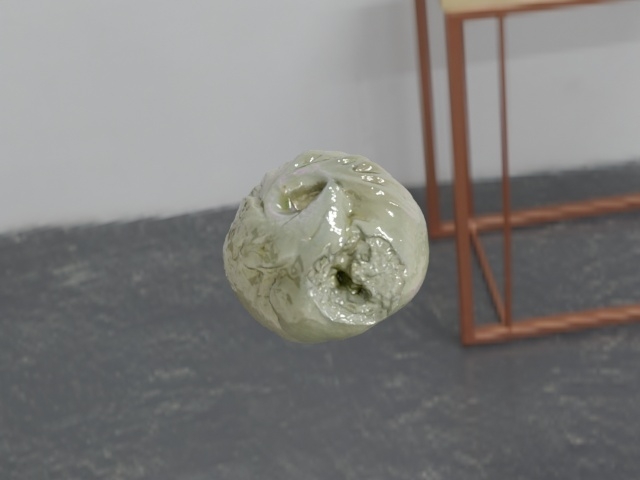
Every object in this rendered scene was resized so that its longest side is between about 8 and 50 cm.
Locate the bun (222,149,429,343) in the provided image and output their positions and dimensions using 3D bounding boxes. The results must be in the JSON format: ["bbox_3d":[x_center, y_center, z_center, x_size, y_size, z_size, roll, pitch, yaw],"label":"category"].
[{"bbox_3d":[0.000,0.000,1.335,0.178,0.128,0.193,-38,36,-8],"label":"bun"}]
